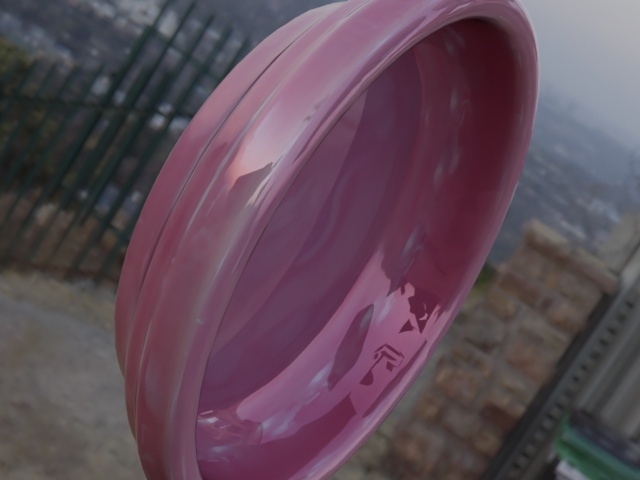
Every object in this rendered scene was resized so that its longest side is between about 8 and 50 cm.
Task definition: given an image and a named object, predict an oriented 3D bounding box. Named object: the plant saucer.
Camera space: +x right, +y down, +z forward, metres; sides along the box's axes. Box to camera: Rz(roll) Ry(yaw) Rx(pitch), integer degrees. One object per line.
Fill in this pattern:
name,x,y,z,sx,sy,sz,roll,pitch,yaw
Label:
plant saucer,0.000,0.000,0.805,0.084,0.332,0.332,30,7,23
